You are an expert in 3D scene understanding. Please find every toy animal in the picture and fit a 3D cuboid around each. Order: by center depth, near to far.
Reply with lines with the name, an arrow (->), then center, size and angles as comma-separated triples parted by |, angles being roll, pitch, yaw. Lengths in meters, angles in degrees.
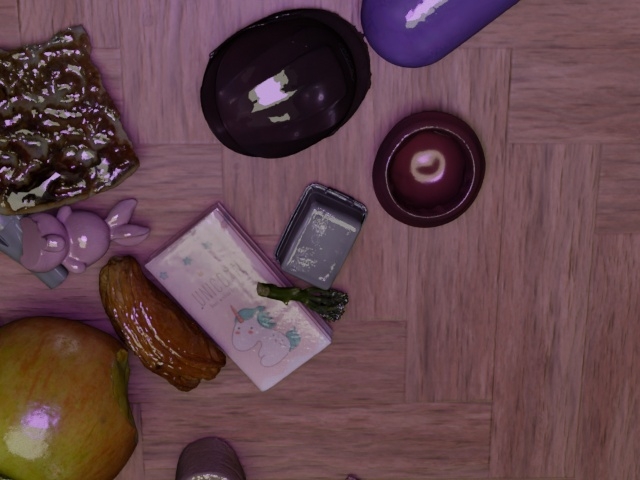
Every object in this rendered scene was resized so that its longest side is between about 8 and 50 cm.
toy animal -> -0.407, 0.000, 1.933 | 0.212, 0.124, 0.124 | -6, 112, -35

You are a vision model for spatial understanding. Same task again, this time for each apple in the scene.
apple -> -0.480, 0.305, 1.924 | 0.339, 0.339, 0.339 | 0, 108, -1

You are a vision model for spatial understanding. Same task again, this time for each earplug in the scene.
earplug -> 0.255, -0.450, 1.756 | 0.456, 0.215, 0.215 | -39, 105, 14

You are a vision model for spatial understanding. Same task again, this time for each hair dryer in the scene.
hair dryer -> -0.576, 0.041, 1.985 | 0.229, 0.092, 0.267 | 33, 119, -17

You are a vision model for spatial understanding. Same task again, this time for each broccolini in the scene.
broccolini -> -0.035, 0.107, 1.942 | 0.067, 0.216, 0.058 | 21, 97, 39

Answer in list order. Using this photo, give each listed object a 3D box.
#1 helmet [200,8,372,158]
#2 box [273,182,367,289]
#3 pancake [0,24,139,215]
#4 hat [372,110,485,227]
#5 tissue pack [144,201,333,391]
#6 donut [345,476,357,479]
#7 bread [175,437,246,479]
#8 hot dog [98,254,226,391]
helmet -> -0.059, -0.251, 1.830 | 0.305, 0.177, 0.225 | -25, 105, 9
box -> 0.000, 0.000, 1.954 | 0.124, 0.093, 0.172 | 24, 107, -8
pancake -> -0.527, -0.192, 1.856 | 0.426, 0.067, 0.305 | -8, 91, -11
hat -> 0.183, -0.123, 1.920 | 0.205, 0.089, 0.205 | -1, 105, -4
tissue pack -> -0.142, 0.105, 1.999 | 0.170, 0.071, 0.325 | -38, 104, 12
donut -> 0.050, 0.547, 2.152 | 0.117, 0.065, 0.166 | 36, 106, -11
bread -> -0.203, 0.463, 2.082 | 0.134, 0.141, 0.148 | -6, 110, -3
hot dog -> -0.294, 0.151, 1.962 | 0.122, 0.196, 0.272 | -46, 105, -12
